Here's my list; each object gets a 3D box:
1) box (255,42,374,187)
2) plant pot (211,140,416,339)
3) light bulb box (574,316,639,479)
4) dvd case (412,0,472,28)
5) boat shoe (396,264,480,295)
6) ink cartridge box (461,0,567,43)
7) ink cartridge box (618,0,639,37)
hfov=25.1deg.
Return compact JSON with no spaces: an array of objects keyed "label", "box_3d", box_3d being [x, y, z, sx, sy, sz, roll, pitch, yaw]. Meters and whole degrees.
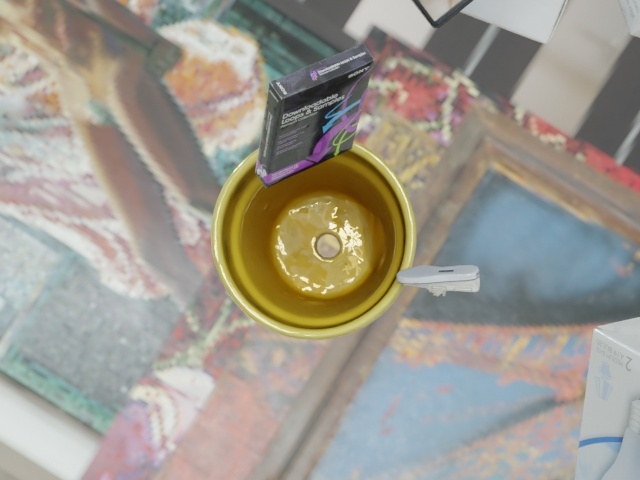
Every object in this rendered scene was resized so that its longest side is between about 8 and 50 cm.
[{"label":"box","box_3d":[-0.008,-0.130,1.517,0.116,0.029,0.162,-26,-26,-22]},{"label":"plant pot","box_3d":[0.000,0.000,1.857,0.254,0.254,0.239,-57,-6,0]},{"label":"light bulb box","box_3d":[0.520,0.318,1.831,0.358,0.225,0.361,31,123,53]},{"label":"dvd case","box_3d":[0.156,-0.353,1.394,0.253,0.180,0.022,-39,10,3]},{"label":"boat shoe","box_3d":[0.140,0.050,1.700,0.035,0.100,0.035,-63,-33,-63]},{"label":"ink cartridge box","box_3d":[0.214,-0.314,1.721,0.219,0.160,0.092,-61,-8,-73]},{"label":"ink cartridge box","box_3d":[0.451,-0.383,1.604,0.289,0.122,0.211,-49,41,44]}]
